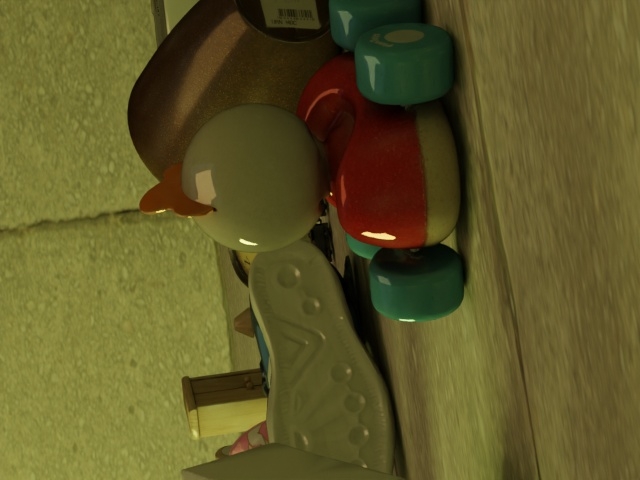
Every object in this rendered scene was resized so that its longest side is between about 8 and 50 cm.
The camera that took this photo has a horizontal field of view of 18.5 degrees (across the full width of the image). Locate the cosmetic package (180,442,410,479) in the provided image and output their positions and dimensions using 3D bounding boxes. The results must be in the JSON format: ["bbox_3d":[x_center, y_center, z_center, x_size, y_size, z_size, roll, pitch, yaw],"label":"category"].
[{"bbox_3d":[0.044,0.316,1.400,0.377,0.097,0.284,5,107,57],"label":"cosmetic package"}]

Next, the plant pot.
[{"bbox_3d":[-0.065,-0.175,1.983,0.230,0.215,0.215,121,143,-55],"label":"plant pot"}]

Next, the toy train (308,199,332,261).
[{"bbox_3d":[0.000,0.000,2.255,0.036,0.027,0.158,-43,-55,-85],"label":"toy train"}]

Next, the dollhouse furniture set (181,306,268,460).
[{"bbox_3d":[-0.107,0.078,2.601,0.303,0.174,0.355,-117,20,-68],"label":"dollhouse furniture set"}]

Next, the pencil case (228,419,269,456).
[{"bbox_3d":[0.001,0.373,2.138,0.160,0.167,0.386,31,-142,-46],"label":"pencil case"}]

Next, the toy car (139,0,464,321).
[{"bbox_3d":[-0.023,-0.061,1.501,0.210,0.238,0.219,-112,16,-63],"label":"toy car"}]

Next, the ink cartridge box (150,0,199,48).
[{"bbox_3d":[-0.141,-0.274,2.567,0.395,0.151,0.270,-152,55,-79],"label":"ink cartridge box"}]

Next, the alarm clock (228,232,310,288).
[{"bbox_3d":[-0.052,0.004,2.455,0.192,0.064,0.129,33,122,54],"label":"alarm clock"}]

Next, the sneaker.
[{"bbox_3d":[0.007,0.167,2.060,0.236,0.130,0.323,73,-178,-71],"label":"sneaker"}]
